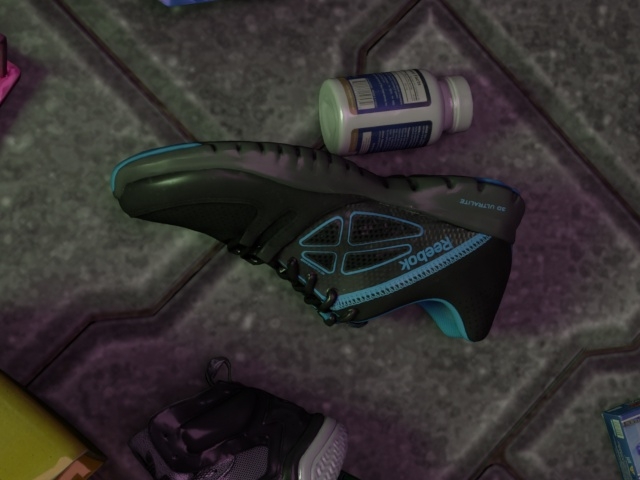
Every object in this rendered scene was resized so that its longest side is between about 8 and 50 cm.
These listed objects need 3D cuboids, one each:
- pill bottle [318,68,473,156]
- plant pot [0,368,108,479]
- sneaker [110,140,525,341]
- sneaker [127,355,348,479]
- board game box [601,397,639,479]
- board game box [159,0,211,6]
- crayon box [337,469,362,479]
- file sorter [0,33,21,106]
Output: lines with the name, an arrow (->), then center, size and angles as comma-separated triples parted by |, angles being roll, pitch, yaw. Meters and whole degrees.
pill bottle -> 0.064, -0.109, 0.987 | 0.120, 0.067, 0.067 | -8, 89, -15
plant pot -> -0.295, 0.153, 0.819 | 0.212, 0.212, 0.187 | -41, 85, -13
sneaker -> 0.000, 0.000, 0.937 | 0.340, 0.125, 0.140 | 8, 90, -12
sneaker -> -0.098, 0.217, 0.899 | 0.153, 0.101, 0.269 | 35, 59, -5
board game box -> 0.348, 0.230, 1.063 | 0.136, 0.035, 0.201 | -17, 92, -15
board game box -> -0.091, -0.259, 0.973 | 0.168, 0.033, 0.133 | -12, 85, -20
crayon box -> 0.110, 0.307, 0.929 | 0.278, 0.165, 0.081 | 42, 78, -10
file sorter -> -0.386, -0.131, 0.810 | 0.290, 0.182, 0.202 | 33, 79, -11
